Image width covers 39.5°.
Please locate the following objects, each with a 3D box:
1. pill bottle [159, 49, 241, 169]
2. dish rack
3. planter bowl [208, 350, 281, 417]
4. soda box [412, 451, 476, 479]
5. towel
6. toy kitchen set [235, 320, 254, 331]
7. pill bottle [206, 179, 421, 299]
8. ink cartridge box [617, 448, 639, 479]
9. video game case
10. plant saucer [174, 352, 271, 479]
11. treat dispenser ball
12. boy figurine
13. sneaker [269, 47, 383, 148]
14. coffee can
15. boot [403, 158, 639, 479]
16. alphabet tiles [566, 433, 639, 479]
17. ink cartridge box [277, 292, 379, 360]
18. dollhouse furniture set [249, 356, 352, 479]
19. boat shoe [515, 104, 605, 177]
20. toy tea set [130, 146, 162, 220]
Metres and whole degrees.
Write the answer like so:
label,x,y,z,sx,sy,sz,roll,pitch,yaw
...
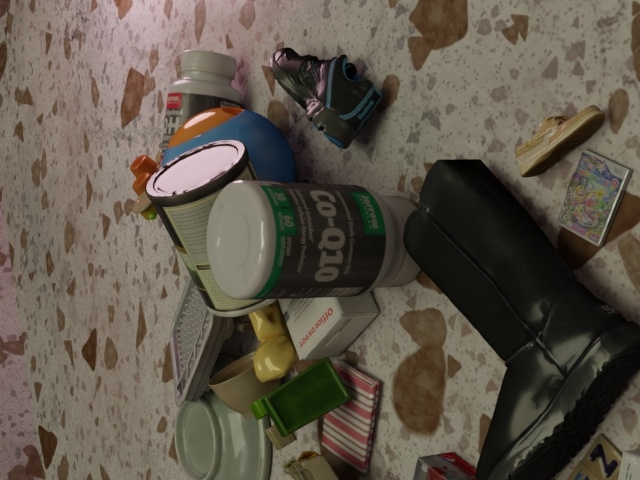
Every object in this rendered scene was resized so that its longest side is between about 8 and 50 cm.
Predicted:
label,x,y,z,sx,sy,sz,roll,pitch,yaw
pill bottle,-0.281,-0.280,2.117,0.176,0.176,0.318,7,91,54
dish rack,-0.286,0.210,2.149,0.333,0.072,0.285,-114,41,-57
planter bowl,-0.153,0.324,1.980,0.162,0.162,0.109,-19,101,53
soda box,0.197,0.504,1.536,0.092,0.083,0.263,30,114,51
towel,0.061,0.348,1.777,0.144,0.029,0.197,23,111,52
toy kitchen set,-0.143,0.162,2.016,0.068,0.075,0.083,9,101,53
pill bottle,0.000,0.000,1.576,0.204,0.361,0.204,0,90,54
ink cartridge box,0.486,0.320,1.071,0.208,0.153,0.086,13,95,50
video game case,0.402,-0.064,1.318,0.087,0.011,0.122,39,120,48
plant saucer,-0.264,0.477,2.162,0.400,0.101,0.400,0,90,54
treat dispenser ball,-0.195,-0.142,1.910,0.288,0.288,0.288,-1,89,54
boy figurine,-0.096,0.176,1.871,0.092,0.177,0.285,-29,46,21
sneaker,0.012,-0.314,1.803,0.139,0.125,0.341,-46,45,9
coffee can,-0.182,-0.022,1.695,0.201,0.201,0.275,20,139,53
boot,0.255,0.132,1.403,0.445,0.146,0.367,51,121,37
alphabet tiles,0.462,0.449,1.232,0.342,0.011,0.285,50,127,42
ink cartridge box,-0.002,0.099,1.800,0.172,0.100,0.237,-52,49,40
dollhouse furniture set,0.008,0.411,1.777,0.301,0.151,0.197,59,160,9
boat shoe,0.352,-0.159,1.345,0.170,0.063,0.059,-42,63,46
toy tea set,-0.396,-0.151,2.345,0.200,0.124,0.336,-40,30,7
